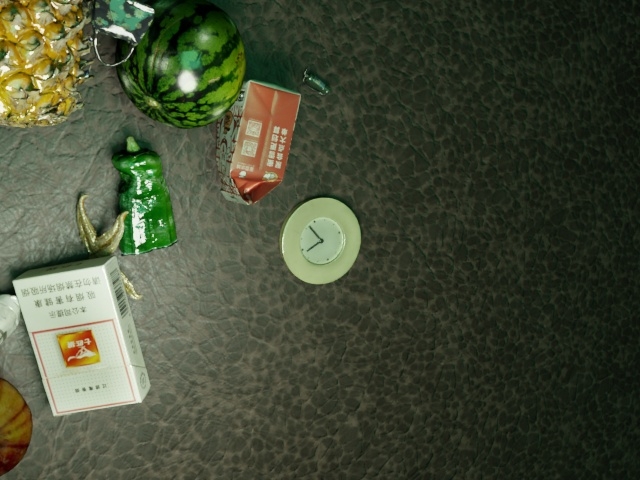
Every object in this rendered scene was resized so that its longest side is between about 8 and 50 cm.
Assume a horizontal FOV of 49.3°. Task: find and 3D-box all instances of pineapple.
[{"bbox_3d":[-0.604,-0.371,1.348,0.353,0.352,0.300,-2,98,-26],"label":"pineapple"}]

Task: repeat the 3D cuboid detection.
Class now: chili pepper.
[{"bbox_3d":[-0.414,-0.108,1.609,0.136,0.099,0.270,-9,105,-13],"label":"chili pepper"}]

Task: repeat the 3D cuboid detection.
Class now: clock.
[{"bbox_3d":[0.000,0.000,1.866,0.235,0.029,0.234,-5,101,-24],"label":"clock"}]

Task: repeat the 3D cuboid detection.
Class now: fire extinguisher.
[{"bbox_3d":[-0.015,-0.407,1.799,0.083,0.025,0.038,33,106,-26],"label":"fire extinguisher"}]

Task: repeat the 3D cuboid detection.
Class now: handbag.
[{"bbox_3d":[-0.166,-0.231,1.677,0.151,0.171,0.298,8,98,-30],"label":"handbag"},{"bbox_3d":[-0.399,-0.407,1.356,0.115,0.072,0.139,15,100,-29],"label":"handbag"}]

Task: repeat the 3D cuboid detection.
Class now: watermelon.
[{"bbox_3d":[-0.300,-0.389,1.517,0.285,0.285,0.285,-4,99,-25],"label":"watermelon"}]

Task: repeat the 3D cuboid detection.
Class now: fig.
[{"bbox_3d":[-0.736,0.403,1.477,0.235,0.214,0.235,-22,131,-27],"label":"fig"}]

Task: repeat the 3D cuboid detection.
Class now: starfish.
[{"bbox_3d":[-0.488,0.018,1.583,0.050,0.138,0.247,-43,130,-64],"label":"starfish"}]

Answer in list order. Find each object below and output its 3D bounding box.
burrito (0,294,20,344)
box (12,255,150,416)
[{"bbox_3d":[-0.760,0.273,1.371,0.101,0.139,0.445,56,35,-23],"label":"burrito"},{"bbox_3d":[-0.526,0.214,1.558,0.210,0.095,0.330,-9,105,5],"label":"box"}]
